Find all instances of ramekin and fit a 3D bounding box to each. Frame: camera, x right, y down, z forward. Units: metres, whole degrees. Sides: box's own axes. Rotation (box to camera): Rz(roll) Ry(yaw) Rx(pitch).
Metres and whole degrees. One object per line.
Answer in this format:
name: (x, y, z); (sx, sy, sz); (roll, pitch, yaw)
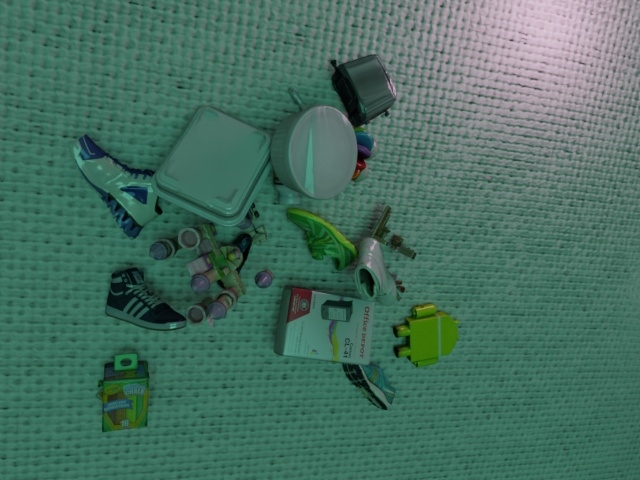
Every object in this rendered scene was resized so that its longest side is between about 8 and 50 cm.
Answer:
ramekin: (-0.027, -0.258, 1.378); (0.272, 0.127, 0.273); (-12, 107, -42)

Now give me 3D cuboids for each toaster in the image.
toaster: (0.137, -0.484, 1.474); (0.146, 0.129, 0.227); (-26, 90, -14)

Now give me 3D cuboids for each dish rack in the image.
dish rack: (-0.292, -0.230, 1.331); (0.285, 0.072, 0.333); (25, 67, -2)

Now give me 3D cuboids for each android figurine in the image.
android figurine: (0.410, 0.364, 1.785); (0.272, 0.056, 0.249); (-10, 104, -14)

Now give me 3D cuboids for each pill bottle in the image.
pill bottle: (-0.098, -0.211, 1.481); (0.103, 0.103, 0.184); (-3, 102, -16)

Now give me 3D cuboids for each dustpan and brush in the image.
dustpan and brush: (-0.035, -0.396, 1.483); (0.147, 0.060, 0.211); (-34, 110, 19)

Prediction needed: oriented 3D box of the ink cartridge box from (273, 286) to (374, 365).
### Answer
ink cartridge box: (0.015, 0.292, 1.581); (0.306, 0.131, 0.226); (11, 78, -17)

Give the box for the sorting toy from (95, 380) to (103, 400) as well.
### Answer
sorting toy: (-0.693, 0.488, 1.505); (0.062, 0.012, 0.083); (-45, 110, -3)

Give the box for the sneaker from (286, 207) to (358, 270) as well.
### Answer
sneaker: (0.000, 0.000, 1.554); (0.295, 0.109, 0.124); (39, 85, -21)

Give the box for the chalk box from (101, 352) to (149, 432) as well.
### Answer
chalk box: (-0.606, 0.459, 1.454); (0.132, 0.132, 0.213); (0, 101, -23)

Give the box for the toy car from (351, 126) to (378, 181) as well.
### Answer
toy car: (0.108, -0.280, 1.510); (0.159, 0.136, 0.182); (22, 95, -19)

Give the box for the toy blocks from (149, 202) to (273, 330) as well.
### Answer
toy blocks: (-0.308, 0.078, 1.336); (0.308, 0.260, 0.289); (-23, 97, 11)

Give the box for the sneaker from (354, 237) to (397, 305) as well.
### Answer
sneaker: (0.181, 0.156, 1.584); (0.108, 0.169, 0.293); (-9, 126, 24)

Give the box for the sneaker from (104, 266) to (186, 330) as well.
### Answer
sneaker: (-0.518, 0.169, 1.389); (0.282, 0.099, 0.153); (10, 95, 20)

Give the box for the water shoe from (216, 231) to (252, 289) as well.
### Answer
water shoe: (-0.281, 0.070, 1.500); (0.072, 0.080, 0.203); (21, 95, -19)

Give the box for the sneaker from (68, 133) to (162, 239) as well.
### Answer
sneaker: (-0.559, -0.177, 1.351); (0.182, 0.127, 0.316); (-32, 116, -12)

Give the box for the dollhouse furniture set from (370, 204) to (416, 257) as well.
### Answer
dollhouse furniture set: (0.277, -0.026, 1.614); (0.151, 0.144, 0.123); (28, 93, 16)

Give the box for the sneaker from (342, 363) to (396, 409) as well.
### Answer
sneaker: (0.181, 0.506, 1.740); (0.275, 0.107, 0.110); (52, 55, -15)

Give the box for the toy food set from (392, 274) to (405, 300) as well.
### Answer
toy food set: (0.268, 0.167, 1.718); (0.122, 0.019, 0.078); (33, 91, -20)
